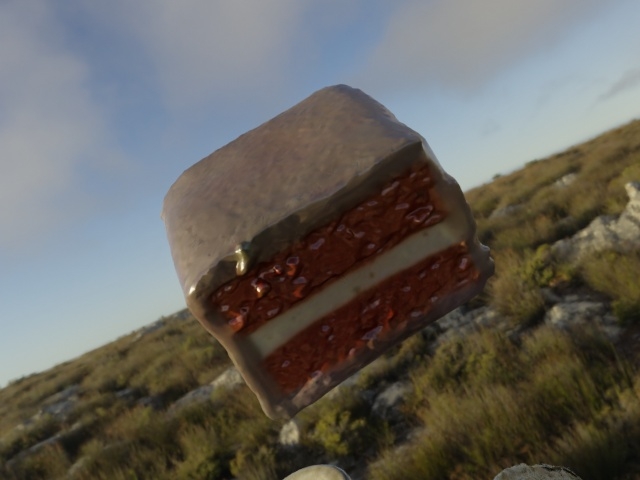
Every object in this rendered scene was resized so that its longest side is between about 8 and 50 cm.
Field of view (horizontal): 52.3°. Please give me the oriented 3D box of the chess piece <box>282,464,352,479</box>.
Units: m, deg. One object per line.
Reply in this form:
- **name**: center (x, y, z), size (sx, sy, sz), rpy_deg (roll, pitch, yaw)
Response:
- **chess piece**: center (0.048, 0.422, 0.753), size (0.167, 0.299, 0.167), rpy_deg (-32, 15, 10)

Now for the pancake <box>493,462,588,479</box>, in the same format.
- **pancake**: center (0.316, 0.388, 0.698), size (0.356, 0.356, 0.065), rpy_deg (-21, -27, -55)

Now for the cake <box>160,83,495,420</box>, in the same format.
- **cake**: center (0.000, 0.000, 0.732), size (0.309, 0.237, 0.230), rpy_deg (-34, 34, -4)
